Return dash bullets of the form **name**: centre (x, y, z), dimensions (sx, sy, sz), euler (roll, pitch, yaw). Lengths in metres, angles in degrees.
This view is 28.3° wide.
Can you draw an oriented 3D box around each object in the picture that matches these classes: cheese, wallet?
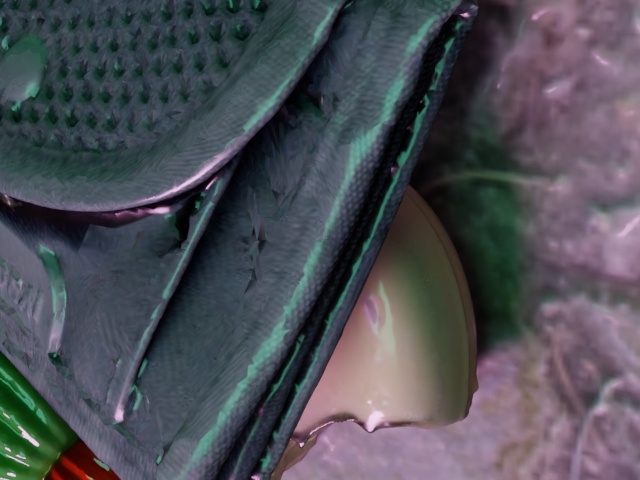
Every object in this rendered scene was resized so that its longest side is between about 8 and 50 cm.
- **cheese**: centre (-0.017, -0.006, 0.565), dimensions (0.163, 0.071, 0.248), euler (-8, 96, 33)
- **wallet**: centre (-0.109, -0.069, 0.554), dimensions (0.342, 0.075, 0.237), euler (37, 109, 37)

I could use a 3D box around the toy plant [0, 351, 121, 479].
- **toy plant**: centre (-0.178, 0.072, 0.675), dimensions (0.240, 0.088, 0.154), euler (6, 89, 23)
